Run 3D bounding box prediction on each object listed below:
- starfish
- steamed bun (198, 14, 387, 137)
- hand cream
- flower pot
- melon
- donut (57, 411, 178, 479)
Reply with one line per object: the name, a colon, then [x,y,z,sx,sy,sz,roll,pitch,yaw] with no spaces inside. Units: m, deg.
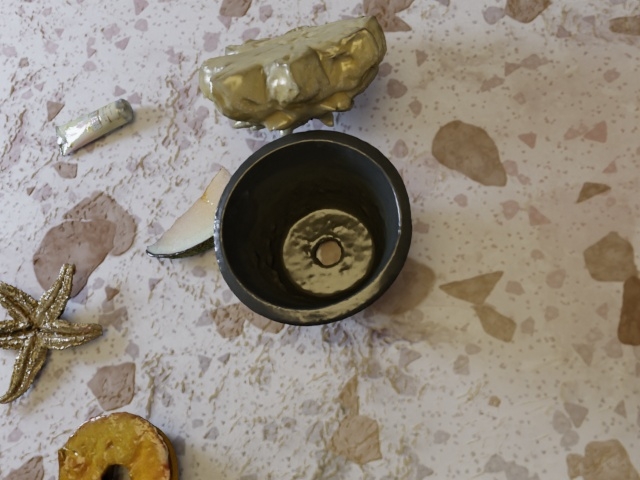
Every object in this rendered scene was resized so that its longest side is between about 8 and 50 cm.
starfish: [-0.452,0.140,1.086,0.227,0.043,0.240,19,83,17]
steamed bun: [-0.032,-0.226,1.000,0.295,0.137,0.292,5,30,37]
hand cream: [-0.382,-0.196,1.168,0.143,0.039,0.061,-23,74,9]
flower pot: [0.000,0.000,0.973,0.269,0.166,0.269,-3,72,10]
melon: [-0.183,-0.024,1.074,0.098,0.054,0.182,41,85,24]
donut: [-0.278,0.338,0.984,0.174,0.074,0.190,-20,77,4]
